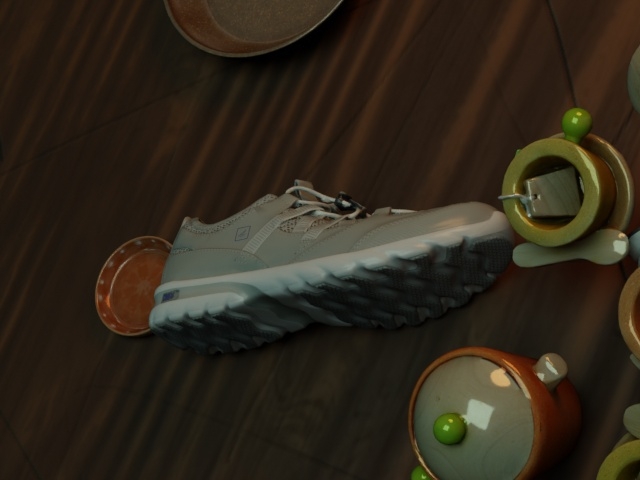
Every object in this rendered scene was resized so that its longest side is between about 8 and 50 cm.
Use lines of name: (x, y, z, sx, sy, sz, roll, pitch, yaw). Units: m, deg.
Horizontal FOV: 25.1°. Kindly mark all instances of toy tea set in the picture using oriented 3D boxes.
toy tea set: (0.164, 0.033, 0.869, 0.200, 0.124, 0.336, 13, 97, 34)

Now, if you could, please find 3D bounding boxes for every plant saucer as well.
plant saucer: (-0.142, 0.037, 1.146, 0.084, 0.013, 0.083, -10, 66, 24)
plant saucer: (-0.038, -0.234, 1.184, 0.199, 0.036, 0.198, -10, 66, 24)

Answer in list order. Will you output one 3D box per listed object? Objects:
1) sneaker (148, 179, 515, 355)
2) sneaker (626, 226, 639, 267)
sneaker: (0.000, 0.000, 1.031, 0.281, 0.105, 0.115, -10, 62, 23)
sneaker: (0.288, 0.000, 0.907, 0.178, 0.072, 0.077, -29, 69, 26)
